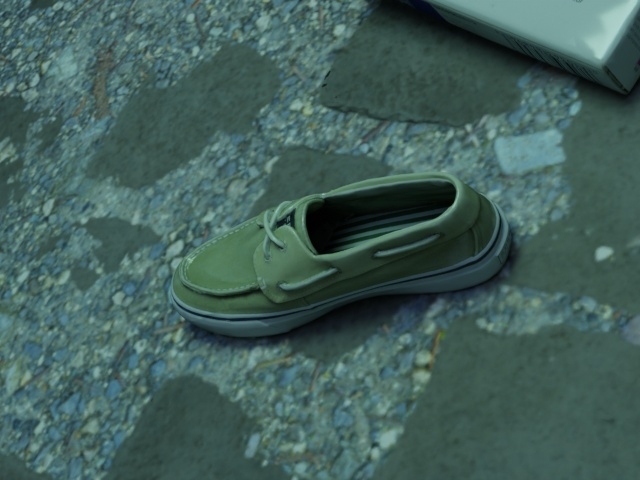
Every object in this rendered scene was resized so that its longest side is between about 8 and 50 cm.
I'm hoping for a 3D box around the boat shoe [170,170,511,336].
[{"bbox_3d":[0.000,0.000,1.021,0.302,0.094,0.109,-14,52,24],"label":"boat shoe"}]

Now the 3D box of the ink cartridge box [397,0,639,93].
[{"bbox_3d":[0.205,-0.326,1.085,0.324,0.071,0.330,32,90,38],"label":"ink cartridge box"}]
